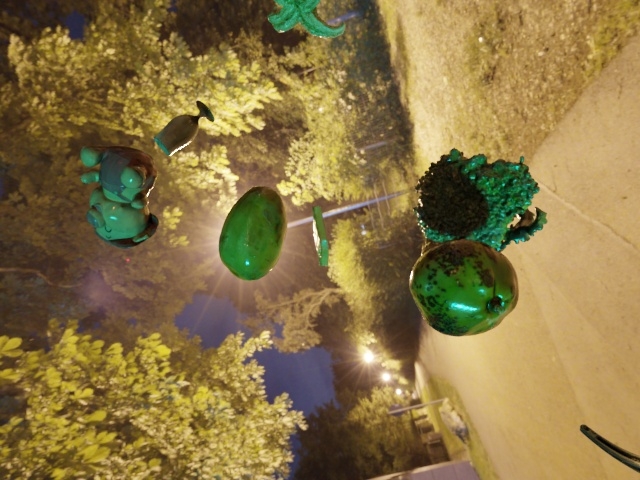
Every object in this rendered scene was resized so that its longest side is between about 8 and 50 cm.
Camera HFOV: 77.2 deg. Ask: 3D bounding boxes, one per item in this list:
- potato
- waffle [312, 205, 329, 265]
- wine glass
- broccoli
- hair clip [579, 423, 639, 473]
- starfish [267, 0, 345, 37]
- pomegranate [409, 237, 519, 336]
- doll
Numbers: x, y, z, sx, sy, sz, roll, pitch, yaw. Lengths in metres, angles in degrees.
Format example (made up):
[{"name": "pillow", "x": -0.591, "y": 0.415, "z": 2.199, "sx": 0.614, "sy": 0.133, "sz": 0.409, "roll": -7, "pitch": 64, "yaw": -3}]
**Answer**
[{"name": "potato", "x": -0.213, "y": -0.024, "z": 1.280, "sx": 0.216, "sy": 0.215, "sz": 0.305, "roll": 32, "pitch": -111, "yaw": -80}, {"name": "waffle", "x": 0.000, "y": 0.000, "z": 0.809, "sx": 0.135, "sy": 0.021, "sz": 0.092, "roll": 85, "pitch": 174, "yaw": -60}, {"name": "wine glass", "x": -0.460, "y": -0.376, "z": 1.351, "sx": 0.093, "sy": 0.202, "sz": 0.093, "roll": 36, "pitch": 161, "yaw": 15}, {"name": "broccoli", "x": 0.440, "y": -0.098, "z": 1.127, "sx": 0.324, "sy": 0.271, "sz": 0.335, "roll": 47, "pitch": 152, "yaw": 52}, {"name": "hair clip", "x": 0.623, "y": 0.439, "z": 0.824, "sx": 0.229, "sy": 0.039, "sz": 0.070, "roll": 134, "pitch": 113, "yaw": -80}, {"name": "starfish", "x": -0.043, "y": -0.530, "z": 0.876, "sx": 0.238, "sy": 0.071, "sz": 0.216, "roll": 44, "pitch": 150, "yaw": -4}, {"name": "pomegranate", "x": 0.306, "y": 0.072, "z": 0.880, "sx": 0.221, "sy": 0.204, "sz": 0.277, "roll": 32, "pitch": -140, "yaw": -23}, {"name": "doll", "x": -0.473, "y": -0.092, "z": 0.952, "sx": 0.196, "sy": 0.152, "sz": 0.256, "roll": 49, "pitch": 132, "yaw": 37}]
